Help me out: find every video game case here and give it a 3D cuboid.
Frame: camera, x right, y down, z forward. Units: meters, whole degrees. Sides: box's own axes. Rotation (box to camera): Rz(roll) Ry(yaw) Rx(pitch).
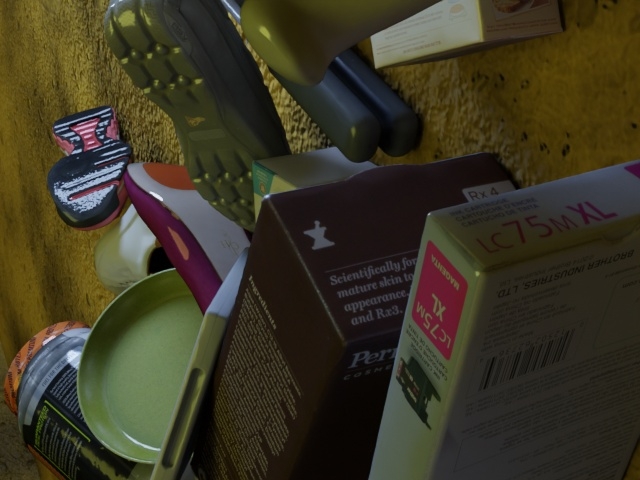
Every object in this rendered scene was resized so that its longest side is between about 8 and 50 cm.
[{"bbox_3d":[-0.103,0.121,1.038,0.212,0.023,0.193,-72,1,-75],"label":"video game case"}]

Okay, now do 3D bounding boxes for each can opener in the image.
[{"bbox_3d":[-0.009,-0.171,0.995,0.280,0.074,0.093,56,146,38],"label":"can opener"}]

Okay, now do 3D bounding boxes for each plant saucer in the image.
[{"bbox_3d":[-0.163,0.145,1.316,0.241,0.241,0.037,61,-178,32],"label":"plant saucer"}]

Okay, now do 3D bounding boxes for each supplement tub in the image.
[{"bbox_3d":[-0.245,0.240,1.434,0.316,0.193,0.194,32,131,33],"label":"supplement tub"}]

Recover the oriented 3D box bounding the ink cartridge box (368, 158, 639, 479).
[{"bbox_3d":[0.125,0.101,0.703,0.065,0.185,0.311,48,142,43],"label":"ink cartridge box"}]

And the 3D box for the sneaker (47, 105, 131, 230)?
[{"bbox_3d":[-0.299,-0.076,1.590,0.314,0.116,0.136,-110,3,-60],"label":"sneaker"}]

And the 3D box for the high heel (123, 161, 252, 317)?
[{"bbox_3d":[-0.126,0.044,1.257,0.377,0.127,0.181,39,124,49],"label":"high heel"}]

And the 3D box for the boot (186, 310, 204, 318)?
[{"bbox_3d":[-0.175,0.133,1.464,0.219,0.082,0.106,0,98,62],"label":"boot"}]

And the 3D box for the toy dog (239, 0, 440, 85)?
[{"bbox_3d":[-0.017,-0.284,0.601,0.408,0.284,0.395,-18,63,37],"label":"toy dog"}]

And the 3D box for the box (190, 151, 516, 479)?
[{"bbox_3d":[0.029,0.116,0.910,0.143,0.191,0.381,60,150,32],"label":"box"}]

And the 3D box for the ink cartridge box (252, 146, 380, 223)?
[{"bbox_3d":[0.000,0.000,1.032,0.092,0.090,0.143,33,131,56],"label":"ink cartridge box"}]

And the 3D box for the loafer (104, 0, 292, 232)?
[{"bbox_3d":[-0.088,-0.127,1.066,0.319,0.112,0.111,63,-144,-46],"label":"loafer"}]

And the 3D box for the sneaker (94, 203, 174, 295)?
[{"bbox_3d":[-0.222,0.033,1.486,0.290,0.106,0.123,-50,53,57],"label":"sneaker"}]

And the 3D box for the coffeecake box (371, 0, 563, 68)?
[{"bbox_3d":[0.084,-0.221,0.786,0.142,0.068,0.185,2,102,64],"label":"coffeecake box"}]
